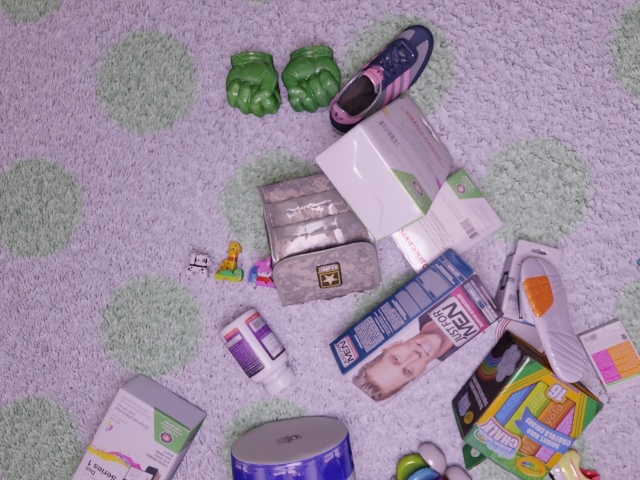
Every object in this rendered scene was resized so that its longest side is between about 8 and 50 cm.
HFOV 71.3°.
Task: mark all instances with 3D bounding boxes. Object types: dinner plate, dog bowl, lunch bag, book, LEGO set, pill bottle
[{"bbox_3d":[0.482,0.228,1.047,0.141,0.017,0.141,0,91,6],"label":"dinner plate"},{"bbox_3d":[-0.061,0.483,0.977,0.265,0.265,0.104,-8,87,6],"label":"dog bowl"},{"bbox_3d":[0.000,0.000,1.013,0.235,0.169,0.287,-12,89,-2],"label":"lunch bag"},{"bbox_3d":[0.668,0.265,1.022,0.096,0.035,0.144,-25,87,8],"label":"book"},{"bbox_3d":[-0.201,0.052,1.084,0.227,0.087,0.093,7,88,12],"label":"LEGO set"},{"bbox_3d":[-0.146,0.267,1.064,0.108,0.108,0.193,-37,86,5],"label":"pill bottle"}]

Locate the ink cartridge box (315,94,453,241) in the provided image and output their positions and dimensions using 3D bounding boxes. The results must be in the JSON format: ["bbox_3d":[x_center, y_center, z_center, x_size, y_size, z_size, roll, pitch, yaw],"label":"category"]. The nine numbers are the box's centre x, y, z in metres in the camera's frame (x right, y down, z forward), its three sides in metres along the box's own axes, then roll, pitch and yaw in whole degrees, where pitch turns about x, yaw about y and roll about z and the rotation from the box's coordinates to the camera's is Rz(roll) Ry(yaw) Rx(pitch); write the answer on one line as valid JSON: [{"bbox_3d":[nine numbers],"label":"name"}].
[{"bbox_3d":[0.156,-0.171,0.947,0.119,0.353,0.207,-33,98,35],"label":"ink cartridge box"}]

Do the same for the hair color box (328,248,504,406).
[{"bbox_3d":[0.211,0.198,0.985,0.347,0.105,0.174,-40,124,7],"label":"hair color box"}]

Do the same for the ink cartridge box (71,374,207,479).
[{"bbox_3d":[-0.441,0.509,1.089,0.201,0.117,0.278,29,93,5],"label":"ink cartridge box"}]

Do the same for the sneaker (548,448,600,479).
[{"bbox_3d":[0.599,0.569,1.005,0.094,0.081,0.208,-33,87,3],"label":"sneaker"}]

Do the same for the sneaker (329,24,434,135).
[{"bbox_3d":[0.146,-0.375,1.021,0.112,0.131,0.319,41,94,5],"label":"sneaker"}]

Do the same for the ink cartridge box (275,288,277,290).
[{"bbox_3d":[-0.069,0.097,1.095,0.048,0.028,0.083,37,93,4],"label":"ink cartridge box"}]

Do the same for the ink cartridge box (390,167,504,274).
[{"bbox_3d":[0.274,-0.036,1.028,0.219,0.092,0.160,-35,88,5],"label":"ink cartridge box"}]

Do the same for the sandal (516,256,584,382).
[{"bbox_3d":[0.457,0.163,0.927,0.102,0.076,0.265,6,62,-16],"label":"sandal"}]

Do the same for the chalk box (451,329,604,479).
[{"bbox_3d":[0.413,0.380,0.967,0.179,0.180,0.289,33,101,5],"label":"chalk box"}]

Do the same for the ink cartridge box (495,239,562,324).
[{"bbox_3d":[0.472,0.099,1.018,0.104,0.060,0.180,16,83,6],"label":"ink cartridge box"}]

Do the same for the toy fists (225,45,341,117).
[{"bbox_3d":[-0.091,-0.375,1.064,0.279,0.096,0.142,-4,91,4],"label":"toy fists"}]

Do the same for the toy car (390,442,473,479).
[{"bbox_3d":[0.253,0.573,1.010,0.182,0.136,0.159,41,94,4],"label":"toy car"}]

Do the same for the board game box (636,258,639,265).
[{"bbox_3d":[0.848,0.083,0.994,0.160,0.047,0.210,-37,87,5],"label":"board game box"}]
